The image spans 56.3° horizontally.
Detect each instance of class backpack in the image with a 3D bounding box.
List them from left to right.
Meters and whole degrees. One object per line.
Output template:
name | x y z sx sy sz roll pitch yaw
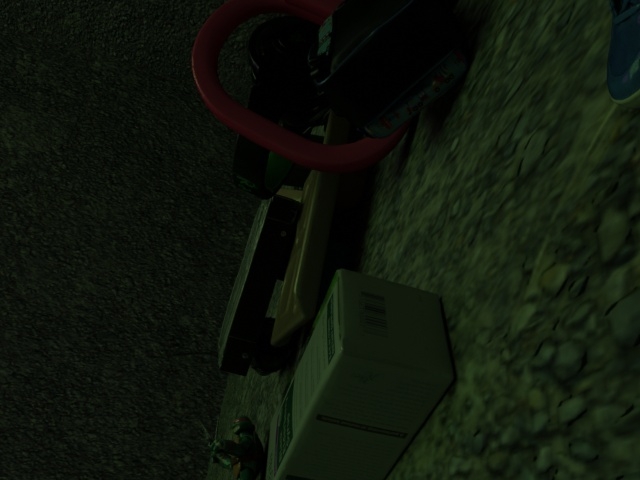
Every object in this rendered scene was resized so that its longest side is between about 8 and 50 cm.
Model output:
backpack | 0.064 -0.211 0.651 0.158 0.117 0.173 -40 27 15

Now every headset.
headset | -0.003 -0.241 0.894 0.243 0.185 0.393 20 -88 -84

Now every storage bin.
storage bin | -0.029 -0.149 1.204 0.098 0.135 0.091 114 157 -45

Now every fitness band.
fitness band | -0.019 -0.207 0.748 0.208 0.291 0.054 -61 -6 -8

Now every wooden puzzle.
wooden puzzle | 0.000 0.000 0.976 0.348 0.081 0.321 117 166 -69

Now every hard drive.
hard drive | -0.129 0.073 1.190 0.237 0.064 0.338 -151 79 -80

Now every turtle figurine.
turtle figurine | -0.163 0.423 1.144 0.175 0.118 0.234 93 168 -54

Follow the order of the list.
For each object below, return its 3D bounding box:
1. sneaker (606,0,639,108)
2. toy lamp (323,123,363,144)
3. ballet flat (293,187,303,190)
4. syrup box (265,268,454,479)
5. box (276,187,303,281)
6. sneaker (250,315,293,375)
sneaker | 0.146 -0.146 0.293 0.058 0.085 0.152 -149 73 -80
toy lamp | 0.045 -0.286 1.117 0.274 0.080 0.080 -88 16 -48
ballet flat | -0.050 -0.070 1.373 0.074 0.074 0.203 -117 48 -76
syrup box | 0.022 0.148 0.536 0.093 0.097 0.236 -88 17 -52
box | -0.072 -0.013 1.302 0.165 0.021 0.201 12 87 48
sneaker | -0.103 0.235 1.218 0.234 0.078 0.106 -128 47 -79
